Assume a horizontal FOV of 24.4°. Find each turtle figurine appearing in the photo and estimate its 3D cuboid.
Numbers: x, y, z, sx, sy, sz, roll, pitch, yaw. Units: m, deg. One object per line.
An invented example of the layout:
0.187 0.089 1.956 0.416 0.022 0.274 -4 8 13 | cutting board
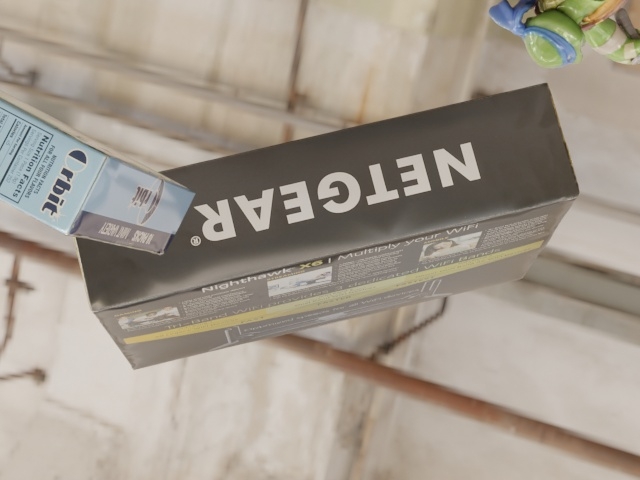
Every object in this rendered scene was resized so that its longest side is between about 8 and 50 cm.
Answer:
0.306 -0.231 1.265 0.274 0.266 0.198 19 165 25 | turtle figurine

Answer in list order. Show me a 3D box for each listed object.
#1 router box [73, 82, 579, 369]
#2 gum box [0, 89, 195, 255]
0.000 0.000 1.004 0.309 0.081 0.243 -13 167 -5 | router box
-0.163 -0.055 0.693 0.184 0.041 0.157 28 180 10 | gum box
